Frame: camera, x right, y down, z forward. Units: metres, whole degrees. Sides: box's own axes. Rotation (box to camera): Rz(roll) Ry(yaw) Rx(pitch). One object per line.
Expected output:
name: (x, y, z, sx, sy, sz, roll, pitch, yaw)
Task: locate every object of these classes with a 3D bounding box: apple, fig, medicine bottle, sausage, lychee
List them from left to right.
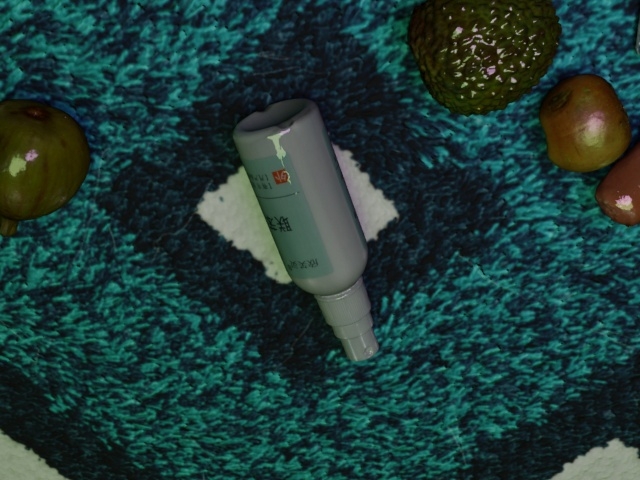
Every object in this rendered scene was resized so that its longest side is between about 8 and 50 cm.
fig: (-0.369, -0.078, 1.113, 0.148, 0.142, 0.186, 26, 104, 18)
medicine bottle: (0.000, 0.000, 1.160, 0.110, 0.110, 0.352, -16, 115, 10)
lychee: (0.185, -0.218, 1.021, 0.171, 0.171, 0.171, 1, 117, 1)
apple: (0.311, -0.137, 1.089, 0.102, 0.099, 0.114, -23, 117, 15)
sausage: (0.462, -0.134, 1.075, 0.326, 0.087, 0.079, -37, 144, 4)

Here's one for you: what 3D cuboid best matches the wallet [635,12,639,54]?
wallet: (0.428, -0.301, 1.025, 0.141, 0.059, 0.202, -4, 119, -4)
